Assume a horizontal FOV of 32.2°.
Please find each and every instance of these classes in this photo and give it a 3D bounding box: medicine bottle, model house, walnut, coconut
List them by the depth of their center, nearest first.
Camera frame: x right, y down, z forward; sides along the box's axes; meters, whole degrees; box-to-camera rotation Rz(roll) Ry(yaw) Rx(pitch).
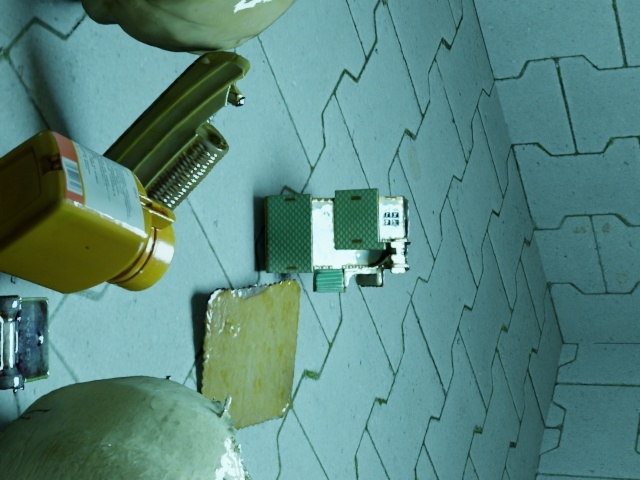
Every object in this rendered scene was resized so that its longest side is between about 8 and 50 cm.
[{"bbox_3d":[-0.226,0.343,1.201,0.360,0.346,0.346,-60,141,-50],"label":"coconut"},{"bbox_3d":[-0.277,-0.019,1.270,0.222,0.149,0.112,29,37,-51],"label":"medicine bottle"},{"bbox_3d":[-0.169,-0.409,1.380,0.381,0.381,0.381,-2,90,-64],"label":"walnut"},{"bbox_3d":[0.000,0.000,1.870,0.206,0.271,0.178,2,91,-29],"label":"model house"}]

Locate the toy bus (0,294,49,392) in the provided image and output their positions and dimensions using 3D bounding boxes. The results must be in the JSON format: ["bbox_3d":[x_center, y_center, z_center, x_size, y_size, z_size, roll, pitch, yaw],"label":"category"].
[{"bbox_3d":[-0.392,0.107,1.099,0.302,0.139,0.113,6,84,-72],"label":"toy bus"}]

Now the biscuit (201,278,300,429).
[{"bbox_3d":[-0.109,0.183,1.752,0.232,0.013,0.237,-5,102,-54],"label":"biscuit"}]

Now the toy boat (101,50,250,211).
[{"bbox_3d":[-0.194,-0.108,1.391,0.115,0.310,0.089,44,13,-12],"label":"toy boat"}]

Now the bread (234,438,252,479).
[{"bbox_3d":[-0.194,0.371,1.512,0.257,0.124,0.186,0,82,-63],"label":"bread"}]
